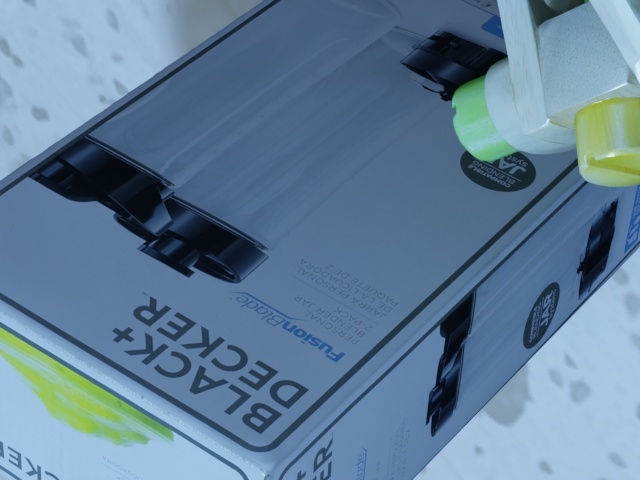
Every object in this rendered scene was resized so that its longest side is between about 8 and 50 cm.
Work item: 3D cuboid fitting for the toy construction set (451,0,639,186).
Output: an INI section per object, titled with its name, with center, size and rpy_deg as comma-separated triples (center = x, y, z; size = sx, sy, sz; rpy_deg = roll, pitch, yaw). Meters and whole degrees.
[toy construction set]
center = 0.145, 0.013, 0.663
size = 0.151, 0.215, 0.328
rpy_deg = -3, 95, 40

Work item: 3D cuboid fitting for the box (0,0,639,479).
[box]
center = 0.000, 0.000, 0.754
size = 0.169, 0.290, 0.087
rpy_deg = 30, 137, 24
